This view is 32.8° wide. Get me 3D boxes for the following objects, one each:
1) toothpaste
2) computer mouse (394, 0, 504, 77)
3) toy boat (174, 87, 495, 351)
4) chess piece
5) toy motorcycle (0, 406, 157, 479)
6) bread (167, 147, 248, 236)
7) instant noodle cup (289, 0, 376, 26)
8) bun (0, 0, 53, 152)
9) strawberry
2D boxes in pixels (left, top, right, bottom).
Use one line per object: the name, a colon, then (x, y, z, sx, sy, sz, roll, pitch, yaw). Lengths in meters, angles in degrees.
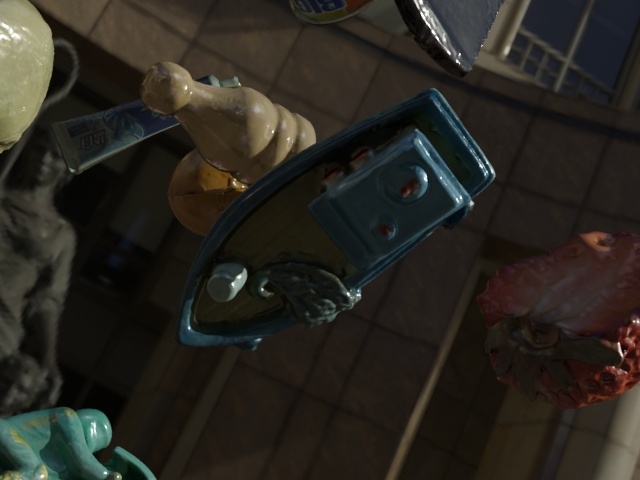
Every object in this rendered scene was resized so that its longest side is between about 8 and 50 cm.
toothpaste: (-0.239, -0.175, 1.523, 0.047, 0.268, 0.069, -116, -174, -51)
computer mouse: (0.129, -0.307, 1.200, 0.087, 0.295, 0.168, -12, -49, 37)
toy boat: (0.000, 0.000, 0.720, 0.109, 0.237, 0.098, 52, 14, -14)
chess piece: (-0.045, -0.090, 1.119, 0.307, 0.139, 0.124, 29, -59, -24)
toy motorcycle: (-0.241, 0.217, 0.920, 0.296, 0.198, 0.109, 22, -44, -22)
bread: (-0.088, -0.061, 1.261, 0.189, 0.114, 0.077, -9, -8, -36)
instant noodle cup: (0.001, -0.560, 1.935, 0.296, 0.296, 0.214, 6, -24, 42)
bun: (-0.562, -0.213, 1.672, 0.202, 0.364, 0.364, 63, -25, 1)
strawberry: (0.376, 0.108, 1.511, 0.265, 0.336, 0.149, 6, -59, 41)
